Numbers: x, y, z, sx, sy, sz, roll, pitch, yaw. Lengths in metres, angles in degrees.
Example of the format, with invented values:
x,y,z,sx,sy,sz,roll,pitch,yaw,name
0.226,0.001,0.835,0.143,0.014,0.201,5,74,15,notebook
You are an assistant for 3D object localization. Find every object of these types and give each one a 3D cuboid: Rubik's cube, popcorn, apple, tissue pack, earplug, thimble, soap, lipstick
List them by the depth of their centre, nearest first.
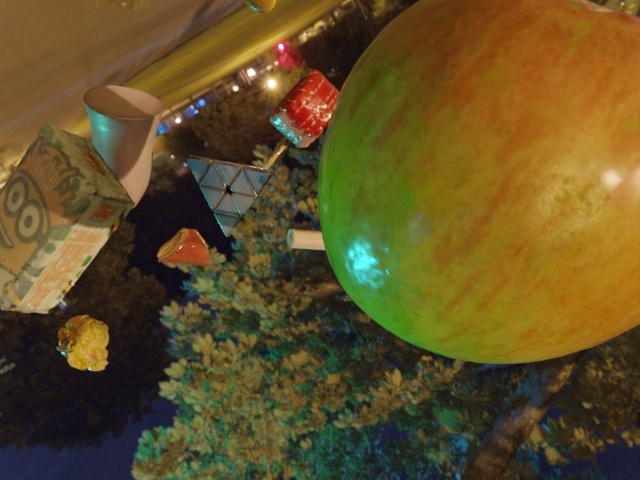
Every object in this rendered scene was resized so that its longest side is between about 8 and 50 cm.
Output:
x,y,z,sx,sy,sz,roll,pitch,yaw,name
0.160,-0.051,0.438,0.339,0.340,0.340,-26,-159,11,apple
-0.451,0.195,0.906,0.089,0.109,0.097,4,146,-40,popcorn
0.000,0.000,0.937,0.130,0.039,0.038,4,-172,-24,lipstick
-0.541,-0.040,0.940,0.311,0.228,0.128,-48,155,12,tissue pack
-0.129,-0.570,0.986,0.089,0.169,0.033,15,-146,22,soap
-0.192,-0.147,1.071,0.178,0.190,0.212,-11,-124,43,Rubik's cube
-0.491,-0.204,1.164,0.172,0.172,0.301,-63,174,-55,earplug
-0.035,-0.349,1.251,0.190,0.125,0.163,-55,-159,-12,thimble

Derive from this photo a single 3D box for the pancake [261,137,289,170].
x,y,z,sx,sy,sz,roll,pitch,yaw,name
-0.131,-0.241,1.336,0.139,0.022,0.139,-51,-169,13,pancake

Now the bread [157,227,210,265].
x,y,z,sx,sy,sz,roll,pitch,yaw,name
-0.437,0.023,1.553,0.067,0.119,0.192,28,-165,40,bread
